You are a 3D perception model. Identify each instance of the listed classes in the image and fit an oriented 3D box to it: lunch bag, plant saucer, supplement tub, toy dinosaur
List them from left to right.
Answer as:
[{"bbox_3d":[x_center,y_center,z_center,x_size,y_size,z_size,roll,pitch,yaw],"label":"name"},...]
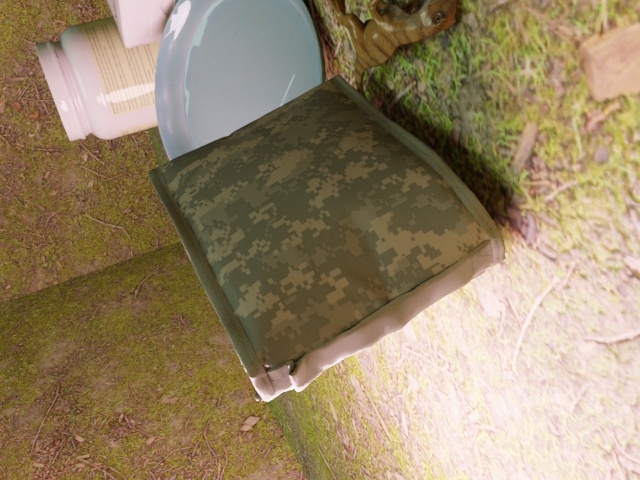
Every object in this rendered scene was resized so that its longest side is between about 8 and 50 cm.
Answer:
[{"bbox_3d":[-0.396,-0.349,1.323,0.236,0.324,0.235,70,163,0],"label":"supplement tub"},{"bbox_3d":[-0.109,-0.200,0.841,0.317,0.043,0.318,6,99,38],"label":"plant saucer"},{"bbox_3d":[0.000,0.000,0.597,0.287,0.235,0.169,53,169,48],"label":"lunch bag"},{"bbox_3d":[0.046,-0.182,0.573,0.112,0.064,0.211,69,164,-1],"label":"toy dinosaur"}]

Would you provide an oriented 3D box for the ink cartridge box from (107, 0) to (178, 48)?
[{"bbox_3d":[-0.239,-0.463,0.913,0.270,0.197,0.198,68,163,6],"label":"ink cartridge box"}]
